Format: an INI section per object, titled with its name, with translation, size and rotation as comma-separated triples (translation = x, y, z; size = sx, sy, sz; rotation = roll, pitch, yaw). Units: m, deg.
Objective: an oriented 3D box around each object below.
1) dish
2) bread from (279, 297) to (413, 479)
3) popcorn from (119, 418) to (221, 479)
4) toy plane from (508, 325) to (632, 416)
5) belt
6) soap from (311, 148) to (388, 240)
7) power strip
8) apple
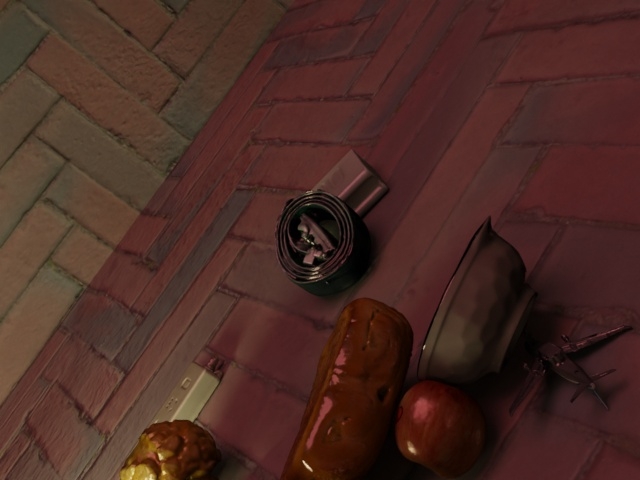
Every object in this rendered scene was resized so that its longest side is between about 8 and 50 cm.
[dish]
translation = 0.267, 0.121, 1.509
size = 0.303, 0.120, 0.303
rotation = -54, -20, -31
[bread]
translation = 0.047, 0.297, 1.582
size = 0.337, 0.148, 0.328
rotation = 109, 180, -58
[popcorn]
translation = -0.316, 0.485, 1.941
size = 0.250, 0.190, 0.250
rotation = -52, 9, 12
[toy plane]
translation = 0.361, 0.185, 1.418
size = 0.226, 0.058, 0.226
rotation = -35, 26, -5
[belt]
translation = 0.000, 0.000, 2.110
size = 0.206, 0.116, 0.267
rotation = -37, 51, 12
[soap]
translation = 0.028, -0.082, 2.273
size = 0.265, 0.087, 0.160
rotation = -46, 26, 10
[power strip]
translation = -0.345, 0.419, 2.241
size = 0.338, 0.058, 0.098
rotation = -56, 26, -13
[apple]
translation = 0.185, 0.295, 1.458
size = 0.146, 0.146, 0.131
rotation = -5, 56, 56
